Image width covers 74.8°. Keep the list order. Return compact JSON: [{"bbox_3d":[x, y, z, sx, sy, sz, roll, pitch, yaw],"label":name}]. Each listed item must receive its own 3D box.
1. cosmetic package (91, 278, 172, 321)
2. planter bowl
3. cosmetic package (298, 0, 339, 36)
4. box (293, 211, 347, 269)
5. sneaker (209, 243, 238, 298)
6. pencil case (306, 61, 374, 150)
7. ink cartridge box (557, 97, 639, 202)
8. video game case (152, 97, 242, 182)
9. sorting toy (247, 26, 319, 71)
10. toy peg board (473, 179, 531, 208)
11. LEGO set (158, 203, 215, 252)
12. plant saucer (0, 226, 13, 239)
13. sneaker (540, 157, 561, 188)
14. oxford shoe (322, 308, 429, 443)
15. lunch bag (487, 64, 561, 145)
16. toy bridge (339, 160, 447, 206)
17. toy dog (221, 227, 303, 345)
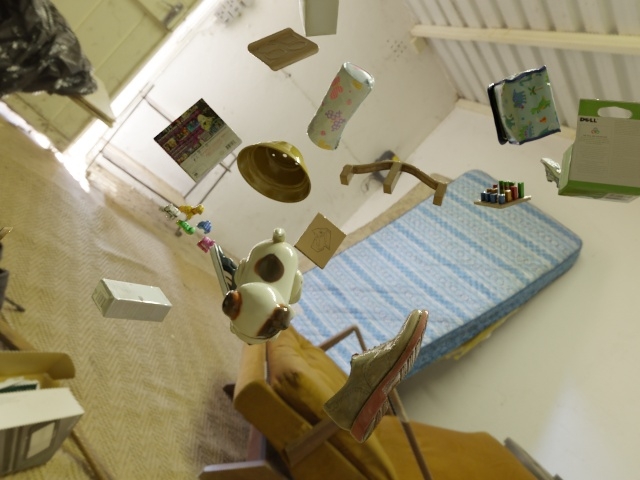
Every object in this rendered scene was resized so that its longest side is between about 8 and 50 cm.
[{"bbox_3d":[-0.645,0.210,1.444,0.117,0.085,0.231,39,10,32],"label":"cosmetic package"},{"bbox_3d":[-0.112,-0.208,1.148,0.217,0.090,0.217,17,-31,10],"label":"planter bowl"},{"bbox_3d":[-0.007,-1.108,1.790,0.385,0.156,0.217,97,-16,-60],"label":"cosmetic package"},{"bbox_3d":[0.000,0.000,1.817,0.164,0.201,0.021,40,-25,-8],"label":"box"},{"bbox_3d":[-0.376,0.151,1.783,0.126,0.127,0.321,-151,-136,-67],"label":"sneaker"},{"bbox_3d":[0.058,-0.417,1.324,0.113,0.273,0.124,-10,56,-41],"label":"pencil case"},{"bbox_3d":[0.786,-0.247,1.156,0.188,0.255,0.097,9,-8,15],"label":"ink cartridge box"},{"bbox_3d":[-0.435,-0.357,1.500,0.210,0.232,0.042,46,-14,-10],"label":"video game case"},{"bbox_3d":[-0.133,-0.669,1.472,0.208,0.193,0.038,51,-16,36],"label":"sorting toy"},{"bbox_3d":[0.755,-0.198,1.751,0.161,0.160,0.079,-151,-132,-66],"label":"toy peg board"},{"bbox_3d":[-0.436,-0.070,1.465,0.227,0.093,0.087,48,43,-29],"label":"LEGO set"},{"bbox_3d":[-0.813,-0.007,1.053,0.015,0.083,0.083,48,-1,-31],"label":"plant saucer"},{"bbox_3d":[0.809,-0.235,1.466,0.052,0.058,0.135,-3,51,-28],"label":"sneaker"},{"bbox_3d":[0.138,0.278,0.971,0.130,0.348,0.123,26,-34,27],"label":"oxford shoe"},{"bbox_3d":[0.391,-0.262,0.829,0.151,0.096,0.129,-63,135,-72],"label":"lunch bag"},{"bbox_3d":[0.125,-0.109,0.722,0.188,0.063,0.026,16,-32,22],"label":"toy bridge"},{"bbox_3d":[-0.188,0.193,1.487,0.284,0.395,0.408,25,28,-7],"label":"toy dog"}]
